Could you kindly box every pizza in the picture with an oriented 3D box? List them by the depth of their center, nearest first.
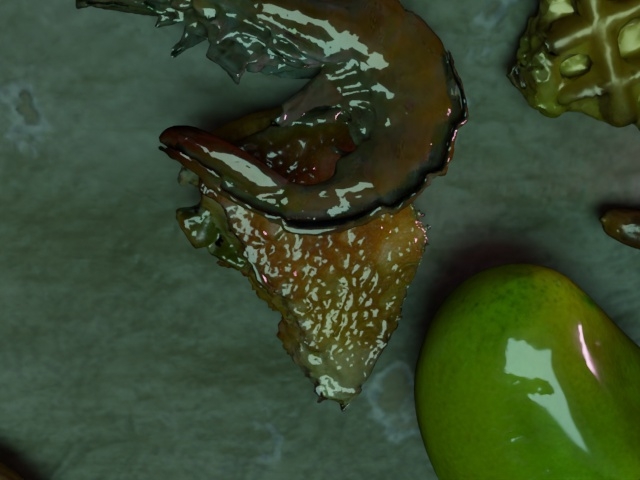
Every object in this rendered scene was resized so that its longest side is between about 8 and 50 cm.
[{"bbox_3d":[0.000,0.000,0.587,0.147,0.069,0.226,-37,113,-4],"label":"pizza"}]

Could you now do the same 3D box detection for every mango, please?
[{"bbox_3d":[0.169,0.141,0.624,0.185,0.149,0.273,-38,108,23],"label":"mango"}]

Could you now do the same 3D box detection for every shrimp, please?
[{"bbox_3d":[-0.032,-0.093,0.508,0.253,0.058,0.173,9,83,-8],"label":"shrimp"}]

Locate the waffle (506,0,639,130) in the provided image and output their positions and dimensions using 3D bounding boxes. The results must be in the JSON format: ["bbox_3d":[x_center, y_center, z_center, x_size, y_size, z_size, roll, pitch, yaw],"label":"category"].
[{"bbox_3d":[0.208,-0.191,0.505,0.291,0.051,0.291,-2,116,-3],"label":"waffle"}]

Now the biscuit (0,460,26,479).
[{"bbox_3d":[-0.369,0.299,0.715,0.289,0.081,0.334,29,109,-16],"label":"biscuit"}]

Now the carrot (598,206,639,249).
[{"bbox_3d":[0.307,0.004,0.614,0.210,0.061,0.061,13,116,-6],"label":"carrot"}]
